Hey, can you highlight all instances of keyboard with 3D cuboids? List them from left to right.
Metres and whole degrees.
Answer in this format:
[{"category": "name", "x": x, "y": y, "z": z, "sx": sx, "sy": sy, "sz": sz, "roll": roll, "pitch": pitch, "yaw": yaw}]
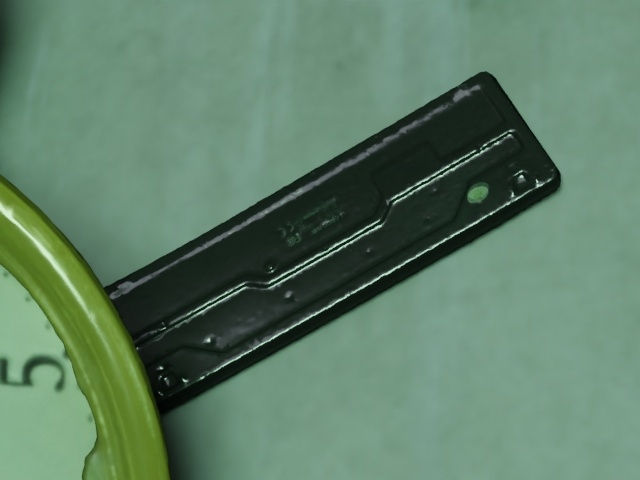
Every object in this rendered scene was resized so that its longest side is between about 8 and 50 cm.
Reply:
[{"category": "keyboard", "x": 0.000, "y": 0.000, "z": 0.454, "sx": 0.155, "sy": 0.010, "sz": 0.053, "roll": -29, "pitch": 61, "yaw": 1}]

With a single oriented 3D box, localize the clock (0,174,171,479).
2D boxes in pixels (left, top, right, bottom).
[{"category": "clock", "x": -0.150, "y": 0.073, "z": 0.405, "sx": 0.237, "sy": 0.057, "sz": 0.237, "roll": 1, "pitch": 97, "yaw": 7}]
